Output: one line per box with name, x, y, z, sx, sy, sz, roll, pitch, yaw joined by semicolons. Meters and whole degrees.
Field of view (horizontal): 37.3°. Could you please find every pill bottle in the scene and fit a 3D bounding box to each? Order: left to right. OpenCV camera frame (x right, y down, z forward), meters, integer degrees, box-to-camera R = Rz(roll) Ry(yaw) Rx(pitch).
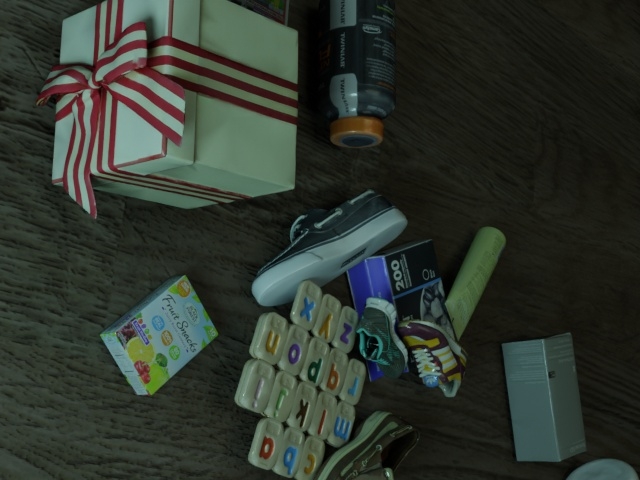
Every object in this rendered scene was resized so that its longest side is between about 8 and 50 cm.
pill bottle;0.060;-0.279;1.558;0.130;0.131;0.245;13;73;-45
pill bottle;0.617;0.602;1.953;0.162;0.162;0.278;-45;115;-41

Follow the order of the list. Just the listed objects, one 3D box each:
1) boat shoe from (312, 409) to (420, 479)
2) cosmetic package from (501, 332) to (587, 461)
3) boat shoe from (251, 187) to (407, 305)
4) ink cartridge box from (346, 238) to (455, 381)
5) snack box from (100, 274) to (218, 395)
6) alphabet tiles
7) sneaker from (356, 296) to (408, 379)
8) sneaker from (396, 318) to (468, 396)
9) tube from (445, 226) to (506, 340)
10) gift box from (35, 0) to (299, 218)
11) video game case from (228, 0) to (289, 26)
boat shoe;0.070;0.357;1.455;0.257;0.095;0.095;-47;137;-41
cosmetic package;0.441;0.309;1.867;0.127;0.107;0.237;-4;82;-50
boat shoe;0.000;0.000;1.470;0.301;0.108;0.102;-29;69;-31
ink cartridge box;0.142;0.116;1.632;0.208;0.045;0.206;-17;96;-46
snack box;-0.212;0.125;1.262;0.141;0.037;0.100;-42;113;-43
alphabet tiles;-0.022;0.212;1.412;0.284;0.021;0.277;36;63;-50
sneaker;0.090;0.170;1.512;0.076;0.065;0.166;-54;137;-38
sneaker;0.186;0.197;1.583;0.185;0.070;0.083;37;56;-38
tube;0.282;0.069;1.765;0.070;0.062;0.240;35;49;-4
gift box;-0.185;-0.159;1.191;0.258;0.255;0.276;13;69;-47
video game case;-0.125;-0.403;1.468;0.201;0.023;0.183;19;69;-44
